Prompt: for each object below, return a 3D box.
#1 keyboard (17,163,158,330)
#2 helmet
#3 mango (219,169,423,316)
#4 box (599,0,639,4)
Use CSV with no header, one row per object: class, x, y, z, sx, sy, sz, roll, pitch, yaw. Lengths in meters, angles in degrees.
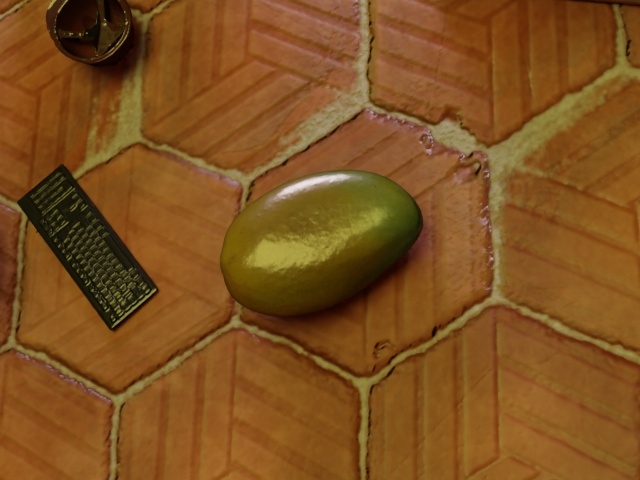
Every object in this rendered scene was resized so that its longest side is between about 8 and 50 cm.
keyboard,-0.243,0.005,1.438,0.067,0.011,0.202,-41,60,0
helmet,-0.239,-0.227,1.510,0.089,0.057,0.111,-46,64,2
mango,0.000,0.000,1.295,0.194,0.092,0.130,-14,62,11
box,0.198,-0.381,1.267,0.259,0.283,0.214,11,71,26
